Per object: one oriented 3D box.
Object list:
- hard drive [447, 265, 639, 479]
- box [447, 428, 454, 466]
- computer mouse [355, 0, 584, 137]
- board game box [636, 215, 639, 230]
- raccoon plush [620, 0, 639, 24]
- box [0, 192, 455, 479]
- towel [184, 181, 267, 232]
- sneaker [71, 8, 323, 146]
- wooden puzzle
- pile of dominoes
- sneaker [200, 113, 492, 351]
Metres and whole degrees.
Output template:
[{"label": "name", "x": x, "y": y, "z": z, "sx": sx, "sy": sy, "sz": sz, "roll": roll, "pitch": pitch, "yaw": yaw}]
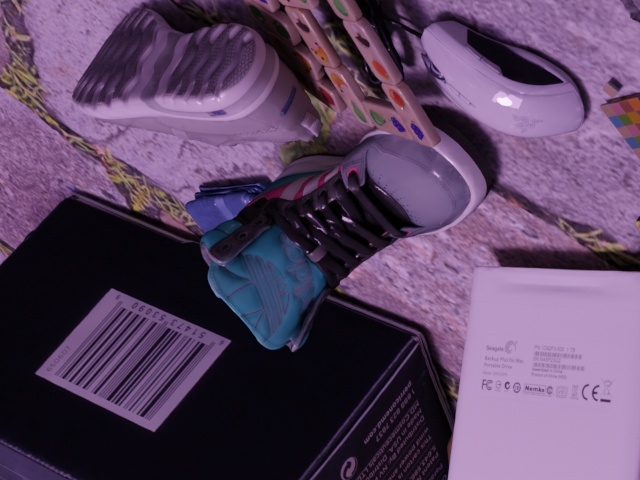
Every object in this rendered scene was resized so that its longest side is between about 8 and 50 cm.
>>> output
[{"label": "hard drive", "x": 0.176, "y": 0.176, "z": 1.468, "sx": 0.040, "sy": 0.308, "sz": 0.203, "roll": 10, "pitch": 175, "yaw": -37}, {"label": "box", "x": 0.141, "y": 0.250, "z": 1.681, "sx": 0.021, "sy": 0.201, "sz": 0.164, "roll": -2, "pitch": 156, "yaw": -6}, {"label": "computer mouse", "x": 0.098, "y": -0.121, "z": 1.371, "sx": 0.193, "sy": 0.042, "sz": 0.106, "roll": 28, "pitch": 150, "yaw": 27}, {"label": "board game box", "x": 0.313, "y": 0.040, "z": 1.321, "sx": 0.141, "sy": 0.048, "sz": 0.170, "roll": 7, "pitch": 138, "yaw": 51}, {"label": "raccoon plush", "x": 0.334, "y": -0.029, "z": 1.037, "sx": 0.299, "sy": 0.216, "sz": 0.446, "roll": -9, "pitch": 124, "yaw": 48}, {"label": "box", "x": -0.101, "y": 0.266, "z": 1.952, "sx": 0.480, "sy": 0.297, "sz": 0.472, "roll": 20, "pitch": 149, "yaw": 36}, {"label": "towel", "x": -0.071, "y": -0.023, "z": 1.762, "sx": 0.119, "sy": 0.029, "sz": 0.067, "roll": -5, "pitch": 128, "yaw": 55}, {"label": "sneaker", "x": -0.109, "y": -0.115, "z": 1.589, "sx": 0.115, "sy": 0.105, "sz": 0.281, "roll": 39, "pitch": 168, "yaw": -33}, {"label": "wooden puzzle", "x": 0.222, "y": -0.078, "z": 1.311, "sx": 0.083, "sy": 0.006, "sz": 0.049, "roll": 50, "pitch": 152, "yaw": -17}, {"label": "pile of dominoes", "x": -0.032, "y": -0.171, "z": 1.425, "sx": 0.251, "sy": 0.040, "sz": 0.196, "roll": 56, "pitch": 164, "yaw": -26}, {"label": "sneaker", "x": 0.000, "y": 0.000, "z": 1.532, "sx": 0.124, "sy": 0.178, "sz": 0.295, "roll": 48, "pitch": 153, "yaw": -12}]
